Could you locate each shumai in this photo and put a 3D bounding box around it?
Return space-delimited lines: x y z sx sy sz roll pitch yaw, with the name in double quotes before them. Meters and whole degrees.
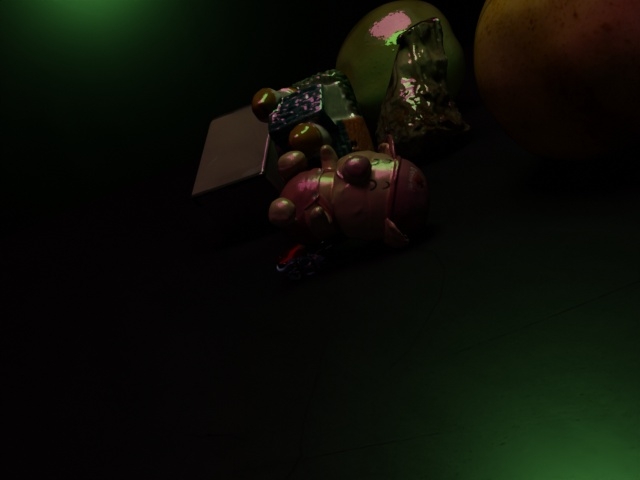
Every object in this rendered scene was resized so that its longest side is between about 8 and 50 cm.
"shumai" 0.205 -0.339 2.059 0.217 0.283 0.346 -15 17 14

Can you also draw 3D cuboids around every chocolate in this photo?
"chocolate" 0.000 0.000 1.596 0.182 0.028 0.086 -28 18 -31

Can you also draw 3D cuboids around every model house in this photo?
"model house" -0.031 -0.176 1.680 0.190 0.271 0.301 -18 1 19

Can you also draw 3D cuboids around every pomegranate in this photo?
"pomegranate" 0.442 -0.325 1.448 0.417 0.416 0.416 -20 14 5

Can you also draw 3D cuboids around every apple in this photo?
"apple" 0.215 -0.480 2.481 0.357 0.357 0.357 -20 14 5

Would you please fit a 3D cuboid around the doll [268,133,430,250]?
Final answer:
"doll" 0.050 -0.076 1.474 0.256 0.196 0.152 -4 -11 16

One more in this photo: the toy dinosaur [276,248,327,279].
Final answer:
"toy dinosaur" -0.031 0.040 1.479 0.083 0.030 0.047 -19 13 4

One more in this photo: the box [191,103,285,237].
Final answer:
"box" -0.146 -0.157 1.963 0.188 0.153 0.252 -17 42 22
